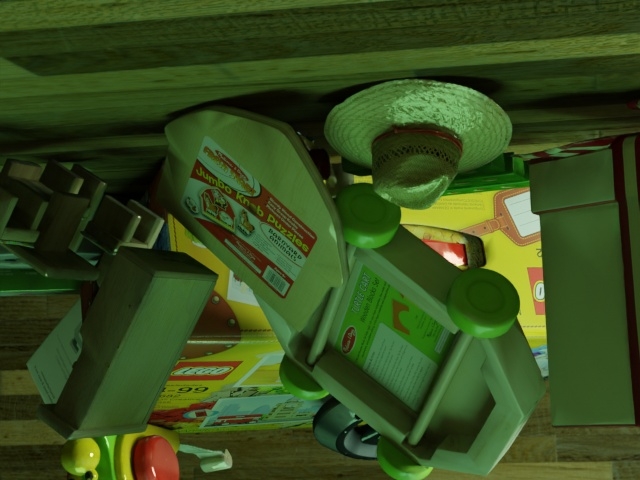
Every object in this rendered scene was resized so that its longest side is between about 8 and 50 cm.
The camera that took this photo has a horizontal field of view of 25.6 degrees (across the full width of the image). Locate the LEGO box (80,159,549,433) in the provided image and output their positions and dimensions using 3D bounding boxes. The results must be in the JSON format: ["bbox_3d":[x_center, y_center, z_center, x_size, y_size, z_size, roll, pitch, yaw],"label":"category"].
[{"bbox_3d":[0.020,0.075,1.566,0.500,0.193,0.372,1,159,-23],"label":"LEGO box"}]

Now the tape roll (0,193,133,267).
[{"bbox_3d":[-0.327,-0.010,1.661,0.219,0.072,0.219,-1,176,0],"label":"tape roll"}]

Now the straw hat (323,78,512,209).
[{"bbox_3d":[0.071,-0.057,1.052,0.144,0.061,0.144,5,152,3],"label":"straw hat"}]

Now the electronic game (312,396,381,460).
[{"bbox_3d":[0.104,0.186,1.543,0.229,0.048,0.229,-9,152,-5],"label":"electronic game"}]

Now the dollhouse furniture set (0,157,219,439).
[{"bbox_3d":[-0.236,0.040,1.231,0.242,0.161,0.212,32,-169,26],"label":"dollhouse furniture set"}]

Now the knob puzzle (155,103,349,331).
[{"bbox_3d":[-0.045,-0.036,1.114,0.030,0.213,0.213,-41,-160,-33],"label":"knob puzzle"}]

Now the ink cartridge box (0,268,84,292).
[{"bbox_3d":[-0.391,0.031,1.953,0.188,0.097,0.255,-1,174,-7],"label":"ink cartridge box"}]

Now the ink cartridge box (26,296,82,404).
[{"bbox_3d":[-0.219,0.119,1.866,0.207,0.117,0.283,8,131,-51],"label":"ink cartridge box"}]

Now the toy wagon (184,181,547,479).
[{"bbox_3d":[0.031,0.058,1.212,0.068,0.344,0.267,-42,162,-34],"label":"toy wagon"}]

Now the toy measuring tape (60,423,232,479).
[{"bbox_3d":[-0.188,0.273,1.582,0.121,0.121,0.330,-4,164,24],"label":"toy measuring tape"}]

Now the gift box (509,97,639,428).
[{"bbox_3d":[0.307,0.018,1.136,0.276,0.258,0.255,-7,173,43],"label":"gift box"}]

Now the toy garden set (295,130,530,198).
[{"bbox_3d":[0.067,-0.073,1.246,0.203,0.049,0.244,-6,175,21],"label":"toy garden set"}]
